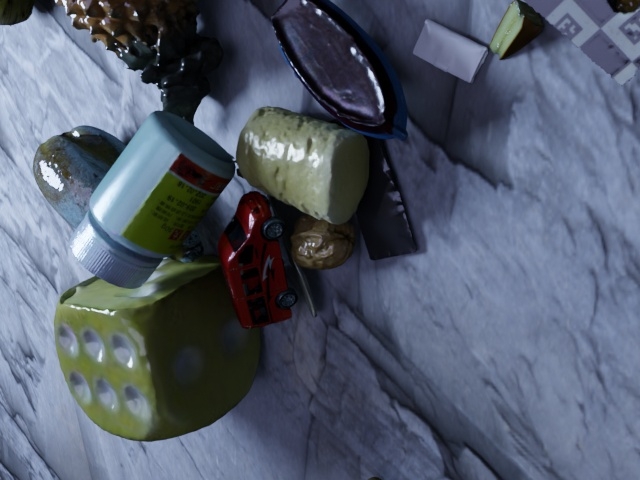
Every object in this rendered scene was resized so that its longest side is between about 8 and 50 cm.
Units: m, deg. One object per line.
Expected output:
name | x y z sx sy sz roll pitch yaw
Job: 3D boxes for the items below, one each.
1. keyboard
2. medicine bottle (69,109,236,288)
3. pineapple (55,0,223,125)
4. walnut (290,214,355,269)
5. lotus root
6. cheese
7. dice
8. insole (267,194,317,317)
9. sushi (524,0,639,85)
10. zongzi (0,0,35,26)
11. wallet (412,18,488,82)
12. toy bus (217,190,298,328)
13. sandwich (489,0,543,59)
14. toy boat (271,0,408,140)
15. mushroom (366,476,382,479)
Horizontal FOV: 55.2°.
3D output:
keyboard | 0.068 -0.072 0.798 0.074 0.015 0.196 -14 96 42
medicine bottle | -0.232 -0.056 0.847 0.139 0.139 0.225 44 103 17
pineapple | -0.238 -0.312 0.836 0.223 0.223 0.357 -7 118 37
walnut | 0.000 0.000 0.831 0.096 0.082 0.079 -3 75 37
lotus root | -0.324 -0.056 0.999 0.322 0.158 0.140 41 127 7
cheese | -0.025 -0.101 0.792 0.167 0.094 0.123 26 114 35
dice | -0.250 0.158 0.961 0.238 0.233 0.227 2 107 36
insole | -0.041 0.022 0.887 0.063 0.010 0.192 163 86 -81
sushi | 0.273 -0.287 0.557 0.215 0.050 0.192 45 126 6
zongzi | -0.461 -0.467 0.949 0.360 0.160 0.323 34 126 30
wallet | 0.146 -0.215 0.696 0.083 0.011 0.044 36 123 21
toy bus | -0.093 0.028 0.859 0.081 0.089 0.195 -126 23 -51
sandwich | 0.208 -0.222 0.633 0.044 0.083 0.031 -26 82 -5
toy boat | 0.028 -0.203 0.733 0.100 0.097 0.223 -43 77 22
mushroom | 0.156 0.404 0.838 0.247 0.096 0.108 1 131 39
